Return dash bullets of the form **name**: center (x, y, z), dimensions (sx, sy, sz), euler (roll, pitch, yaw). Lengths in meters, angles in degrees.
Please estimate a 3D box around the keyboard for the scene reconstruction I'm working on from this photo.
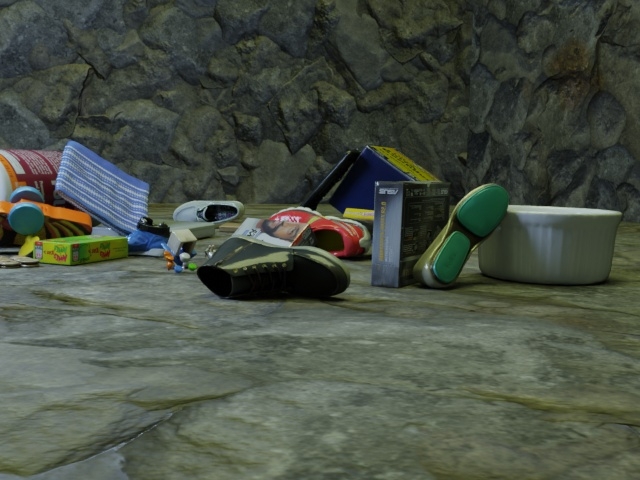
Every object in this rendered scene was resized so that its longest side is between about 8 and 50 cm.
- **keyboard**: center (0.002, -0.130, 2.280), dimensions (0.033, 0.317, 0.201), euler (44, 15, 3)

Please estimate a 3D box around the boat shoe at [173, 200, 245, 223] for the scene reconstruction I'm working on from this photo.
- **boat shoe**: center (-0.349, -0.087, 2.534), dimensions (0.228, 0.079, 0.081), euler (-6, 3, 7)

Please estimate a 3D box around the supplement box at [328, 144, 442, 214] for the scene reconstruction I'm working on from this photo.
- **supplement box**: center (0.196, -0.138, 2.362), dimensions (0.194, 0.195, 0.356), euler (37, 14, 11)

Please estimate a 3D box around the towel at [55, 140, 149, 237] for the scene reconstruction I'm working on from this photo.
- **towel**: center (-0.509, -0.121, 1.967), dimensions (0.243, 0.040, 0.336), euler (34, 14, -24)

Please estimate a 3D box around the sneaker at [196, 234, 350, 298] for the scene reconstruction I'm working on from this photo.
- **sneaker**: center (-0.073, 0.061, 1.269), dimensions (0.222, 0.083, 0.118), euler (11, 27, 19)

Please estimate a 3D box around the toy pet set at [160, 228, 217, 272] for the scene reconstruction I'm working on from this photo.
- **toy pet set**: center (-0.259, 0.037, 1.570), dimensions (0.122, 0.065, 0.114), euler (-7, 45, -44)

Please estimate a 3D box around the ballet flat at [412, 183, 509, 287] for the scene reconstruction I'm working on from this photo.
- **ballet flat**: center (0.247, -0.008, 1.477), dimensions (0.086, 0.086, 0.248), euler (8, 46, 48)

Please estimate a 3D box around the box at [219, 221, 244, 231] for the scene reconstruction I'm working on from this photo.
- **box**: center (-0.188, -0.038, 2.478), dimensions (0.201, 0.021, 0.164), euler (3, 5, 6)

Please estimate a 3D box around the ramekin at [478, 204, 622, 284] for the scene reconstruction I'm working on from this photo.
- **ramekin**: center (0.436, 0.004, 1.606), dimensions (0.277, 0.135, 0.277), euler (2, 6, 0)

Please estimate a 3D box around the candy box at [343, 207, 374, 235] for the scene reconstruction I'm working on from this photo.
- **candy box**: center (0.155, -0.018, 1.894), dimensions (0.105, 0.027, 0.206), euler (5, -20, 47)

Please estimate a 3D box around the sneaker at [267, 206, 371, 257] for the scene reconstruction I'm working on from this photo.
- **sneaker**: center (-0.026, -0.014, 1.851), dimensions (0.279, 0.107, 0.118), euler (4, 11, 30)

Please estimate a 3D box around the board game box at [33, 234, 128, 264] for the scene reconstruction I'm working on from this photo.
- **board game box**: center (-0.481, 0.018, 1.666), dimensions (0.092, 0.043, 0.181), euler (3, 5, 23)

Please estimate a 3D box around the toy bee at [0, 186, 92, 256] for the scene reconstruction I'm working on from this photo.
- **toy bee**: center (-0.650, -0.038, 1.751), dimensions (0.298, 0.162, 0.195), euler (32, 18, -9)

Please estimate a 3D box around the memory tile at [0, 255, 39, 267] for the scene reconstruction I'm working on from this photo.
- **memory tile**: center (-0.613, 0.041, 1.550), dimensions (0.148, 0.012, 0.113), euler (-1, 6, -33)

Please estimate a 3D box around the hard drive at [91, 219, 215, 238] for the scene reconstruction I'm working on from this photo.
- **hard drive**: center (-0.427, -0.022, 2.131), dimensions (0.203, 0.040, 0.307), euler (3, 6, 16)

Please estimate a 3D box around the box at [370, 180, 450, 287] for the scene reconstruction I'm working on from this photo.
- **box**: center (0.169, -0.018, 1.506), dimensions (0.056, 0.183, 0.231), euler (6, 7, 30)

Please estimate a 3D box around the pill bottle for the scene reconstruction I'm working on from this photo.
- **pill bottle**: center (-0.703, -0.111, 2.013), dimensions (0.224, 0.224, 0.392), euler (4, 6, 26)

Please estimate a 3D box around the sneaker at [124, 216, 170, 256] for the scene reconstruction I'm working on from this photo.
- **sneaker**: center (-0.395, -0.010, 1.771), dimensions (0.152, 0.084, 0.058), euler (2, 5, 8)

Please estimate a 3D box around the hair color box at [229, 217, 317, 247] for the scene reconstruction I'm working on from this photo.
- **hair color box**: center (-0.100, 0.007, 1.628), dimensions (0.167, 0.053, 0.093), euler (7, 45, 37)
